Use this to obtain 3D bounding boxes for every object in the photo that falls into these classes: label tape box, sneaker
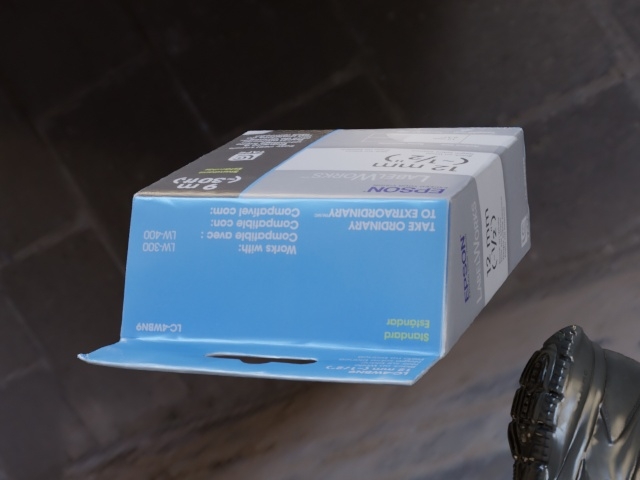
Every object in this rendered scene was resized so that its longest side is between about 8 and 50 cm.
[{"bbox_3d":[0.000,0.000,1.235,0.249,0.347,0.115,1,104,20],"label":"label tape box"},{"bbox_3d":[0.185,0.210,1.168,0.130,0.286,0.109,21,170,-10],"label":"sneaker"}]
